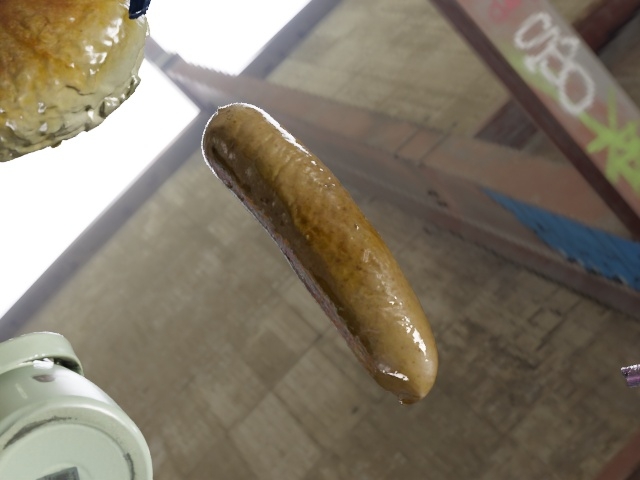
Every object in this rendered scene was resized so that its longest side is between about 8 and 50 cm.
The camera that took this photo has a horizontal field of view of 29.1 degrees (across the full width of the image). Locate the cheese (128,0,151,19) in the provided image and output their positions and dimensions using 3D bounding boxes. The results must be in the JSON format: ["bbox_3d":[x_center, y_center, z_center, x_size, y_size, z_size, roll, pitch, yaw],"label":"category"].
[{"bbox_3d":[-0.151,-0.348,1.187,0.177,0.069,0.270,-171,-91,-69],"label":"cheese"}]

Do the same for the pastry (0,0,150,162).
[{"bbox_3d":[-0.344,-0.238,1.396,0.329,0.136,0.330,-4,-120,6],"label":"pastry"}]

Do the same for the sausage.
[{"bbox_3d":[0.002,-0.002,1.636,0.123,0.501,0.136,-11,145,-46],"label":"sausage"}]

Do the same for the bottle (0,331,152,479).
[{"bbox_3d":[-0.347,0.225,1.458,0.229,0.229,0.351,-47,-154,-8],"label":"bottle"}]

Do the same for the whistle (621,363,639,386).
[{"bbox_3d":[0.495,0.192,1.789,0.033,0.033,0.176,-53,-170,-21],"label":"whistle"}]
